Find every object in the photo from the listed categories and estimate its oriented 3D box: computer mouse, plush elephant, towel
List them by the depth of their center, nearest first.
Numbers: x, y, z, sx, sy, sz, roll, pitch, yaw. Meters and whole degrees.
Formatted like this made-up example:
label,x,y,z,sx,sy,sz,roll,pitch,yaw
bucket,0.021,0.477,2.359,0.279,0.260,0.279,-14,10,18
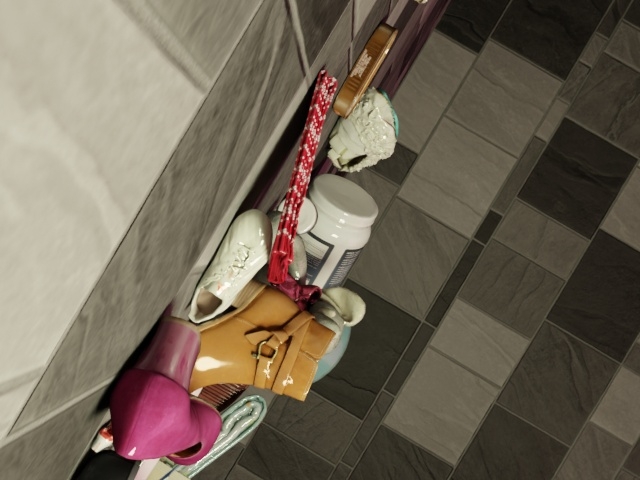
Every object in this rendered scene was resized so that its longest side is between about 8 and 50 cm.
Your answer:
label,x,y,z,sx,sy,sz,roll,pitch,yaw
computer mouse,-0.323,0.363,1.068,0.184,0.060,0.262,-63,-168,-22
towel,-0.029,-0.081,1.131,0.199,0.031,0.274,117,-13,-76
plush elephant,-0.057,0.141,1.532,0.272,0.255,0.330,-59,178,-13
towel,-0.311,0.555,2.173,0.374,0.090,0.320,-35,175,-14

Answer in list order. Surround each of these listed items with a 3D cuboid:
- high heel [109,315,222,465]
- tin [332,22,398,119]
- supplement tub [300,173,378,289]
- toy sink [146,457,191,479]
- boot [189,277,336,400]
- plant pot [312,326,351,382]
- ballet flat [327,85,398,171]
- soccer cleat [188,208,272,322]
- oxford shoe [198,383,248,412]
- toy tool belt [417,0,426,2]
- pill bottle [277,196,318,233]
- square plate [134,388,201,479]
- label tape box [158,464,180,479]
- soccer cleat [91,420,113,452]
label,x,y,z,sx,sy,sz,roll,pitch,yaw
high heel,-0.219,0.266,1.054,0.377,0.127,0.181,93,14,-52
tin,0.081,-0.312,1.459,0.189,0.040,0.106,-59,174,5
supplement tub,0.000,0.000,1.865,0.272,0.191,0.191,-60,178,29
toy sink,-0.370,0.556,1.728,0.234,0.131,0.153,-58,179,-37
boot,-0.124,0.204,1.264,0.283,0.220,0.109,-58,178,-26
plant pot,-0.096,0.200,1.985,0.290,0.290,0.195,-59,142,-10
ballet flat,0.082,-0.218,1.751,0.147,0.147,0.409,-59,178,-6
soccer cleat,-0.125,0.041,1.106,0.196,0.068,0.076,-57,176,32
oxford shoe,-0.228,0.328,2.204,0.348,0.123,0.130,-57,-176,-20
toy tool belt,0.177,-0.472,1.440,0.051,0.052,0.083,-18,147,-37
pill bottle,-0.044,-0.050,1.606,0.078,0.078,0.137,-59,178,1
square plate,-0.308,0.359,1.511,0.344,0.049,0.347,-58,178,-15
label tape box,-0.344,0.550,1.373,0.348,0.115,0.249,-42,176,-7
soccer cleat,-0.277,0.257,1.047,0.035,0.029,0.083,-51,175,2
